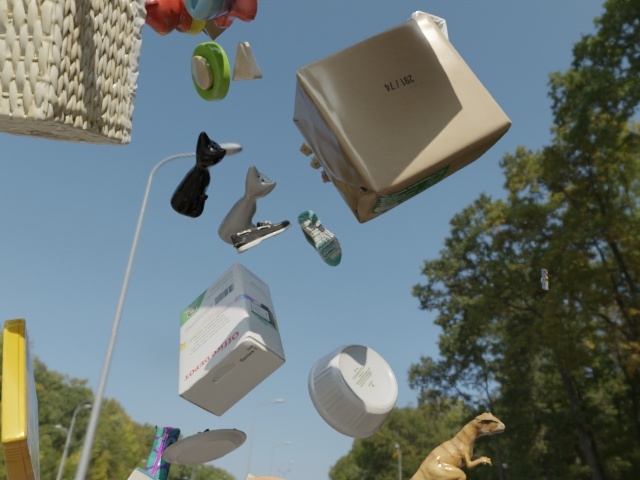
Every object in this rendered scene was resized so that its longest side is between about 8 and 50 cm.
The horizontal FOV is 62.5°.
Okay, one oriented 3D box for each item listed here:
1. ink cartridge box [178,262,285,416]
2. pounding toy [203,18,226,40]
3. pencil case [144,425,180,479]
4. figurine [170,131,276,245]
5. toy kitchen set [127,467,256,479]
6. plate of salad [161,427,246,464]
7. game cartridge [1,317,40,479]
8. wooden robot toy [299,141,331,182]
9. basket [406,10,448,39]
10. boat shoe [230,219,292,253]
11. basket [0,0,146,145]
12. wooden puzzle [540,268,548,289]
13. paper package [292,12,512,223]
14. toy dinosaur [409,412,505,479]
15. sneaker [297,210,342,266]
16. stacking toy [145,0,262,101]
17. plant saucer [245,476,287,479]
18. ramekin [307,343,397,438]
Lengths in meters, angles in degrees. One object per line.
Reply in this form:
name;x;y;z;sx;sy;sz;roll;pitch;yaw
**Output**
ink cartridge box;-0.203;0.211;1.166;0.201;0.278;0.117;-42;-60;11
pounding toy;-0.277;-0.583;1.282;0.100;0.130;0.141;-44;-14;-2
pencil case;-0.399;0.540;1.311;0.065;0.151;0.070;7;-42;0
figurine;-0.218;-0.115;1.207;0.215;0.092;0.209;32;-52;-1
toy kitchen set;-0.214;0.431;0.848;0.207;0.166;0.122;33;-74;-1
plate of salad;-0.277;0.486;1.263;0.200;0.048;0.199;-13;-36;-9
game cartridge;-0.612;0.360;1.082;0.053;0.285;0.323;-2;-46;-28
wooden robot toy;0.016;-0.176;1.335;0.173;0.076;0.079;29;-49;-4
basket;0.284;-0.526;1.465;0.113;0.167;0.103;1;-12;-31
boat shoe;-0.107;-0.016;0.957;0.125;0.038;0.046;-28;0;-32
basket;-0.554;-0.370;1.002;0.329;0.331;0.266;8;3;9
wooden puzzle;0.556;0.096;1.307;0.006;0.049;0.083;-3;-1;13
paper package;0.150;-0.246;1.060;0.325;0.309;0.168;-28;-15;-15
toy dinosaur;0.148;0.302;0.678;0.212;0.112;0.064;-34;9;-12
sneaker;0.000;0.000;1.378;0.065;0.166;0.076;-29;-16;-13
stacking toy;-0.265;-0.443;1.112;0.131;0.279;0.309;-18;11;-38
plant saucer;-0.045;0.225;0.428;0.084;0.083;0.013;4;-67;0
ramekin;0.107;0.431;1.564;0.273;0.272;0.127;19;-52;-27
